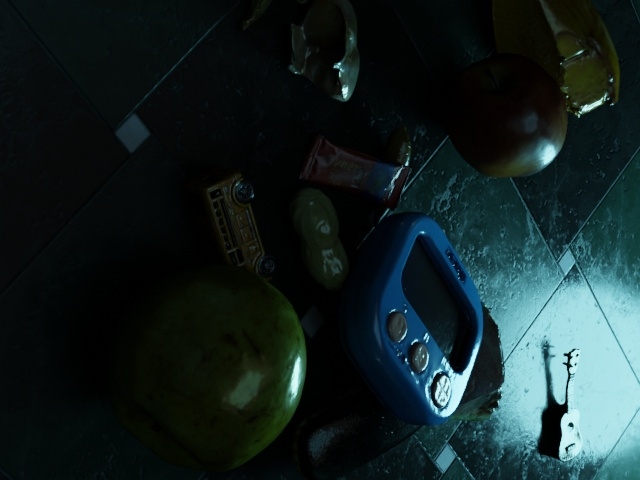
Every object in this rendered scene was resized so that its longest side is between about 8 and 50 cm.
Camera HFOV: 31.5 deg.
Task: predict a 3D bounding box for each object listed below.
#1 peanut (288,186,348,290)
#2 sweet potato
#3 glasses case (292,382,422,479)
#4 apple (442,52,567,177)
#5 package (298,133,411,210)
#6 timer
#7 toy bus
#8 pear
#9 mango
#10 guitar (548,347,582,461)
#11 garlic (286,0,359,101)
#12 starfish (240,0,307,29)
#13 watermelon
[{"bbox_3d":[0.000,0.000,1.894,0.082,0.082,0.187,-30,118,-33],"label":"peanut"},{"bbox_3d":[0.124,-0.108,2.002,0.056,0.056,0.194,7,102,-42],"label":"sweet potato"},{"bbox_3d":[0.080,0.328,2.045,0.321,0.082,0.122,-22,114,-37],"label":"glasses case"},{"bbox_3d":[0.332,-0.214,2.048,0.230,0.230,0.229,-11,108,-39],"label":"apple"},{"bbox_3d":[0.061,-0.115,1.933,0.200,0.022,0.083,17,102,-29],"label":"package"},{"bbox_3d":[0.162,0.138,1.994,0.340,0.115,0.309,55,47,-34],"label":"timer"},{"bbox_3d":[-0.142,-0.014,1.767,0.088,0.083,0.194,-29,116,-29],"label":"toy bus"},{"bbox_3d":[-0.160,0.178,1.669,0.304,0.304,0.303,-11,108,-39],"label":"pear"},{"bbox_3d":[0.426,-0.380,2.124,0.350,0.201,0.199,54,23,-27],"label":"mango"},{"bbox_3d":[0.539,0.355,2.483,0.084,0.038,0.271,-18,114,-38],"label":"guitar"},{"bbox_3d":[0.019,-0.312,1.830,0.124,0.099,0.174,-11,107,-55],"label":"garlic"},{"bbox_3d":[-0.078,-0.427,1.741,0.223,0.050,0.216,32,77,-52],"label":"starfish"},{"bbox_3d":[0.261,0.240,2.185,0.146,0.128,0.231,-6,86,-14],"label":"watermelon"}]
